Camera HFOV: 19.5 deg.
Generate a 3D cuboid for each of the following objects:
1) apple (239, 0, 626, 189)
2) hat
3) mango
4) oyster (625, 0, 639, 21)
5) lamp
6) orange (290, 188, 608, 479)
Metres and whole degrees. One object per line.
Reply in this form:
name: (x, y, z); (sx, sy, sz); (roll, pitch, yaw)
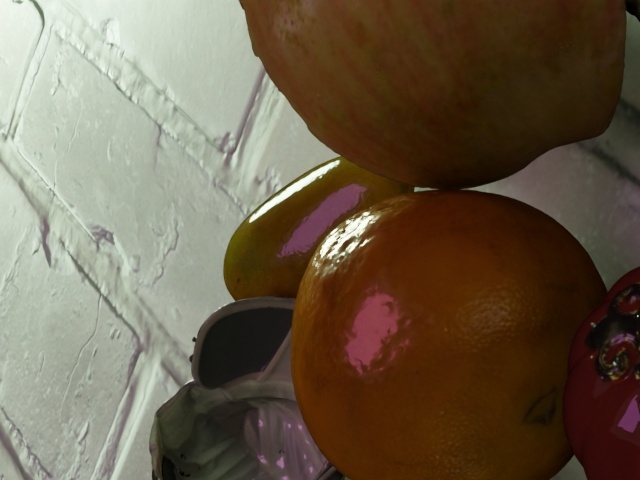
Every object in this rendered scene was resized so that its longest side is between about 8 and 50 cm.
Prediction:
apple: (0.099, -0.210, 1.472); (0.314, 0.252, 0.309); (-27, 59, 21)
hat: (-0.034, 0.182, 1.747); (0.275, 0.161, 0.232); (-48, 55, 17)
mango: (0.000, 0.000, 1.783); (0.253, 0.113, 0.138); (-35, 40, 39)
oyster: (0.273, -0.270, 1.433); (0.337, 0.133, 0.197); (47, 115, 49)
lamp: (0.277, 0.108, 1.252); (0.227, 0.227, 0.227); (-22, 62, 52)
orange: (0.105, 0.086, 1.459); (0.261, 0.261, 0.261); (-22, 62, 52)
